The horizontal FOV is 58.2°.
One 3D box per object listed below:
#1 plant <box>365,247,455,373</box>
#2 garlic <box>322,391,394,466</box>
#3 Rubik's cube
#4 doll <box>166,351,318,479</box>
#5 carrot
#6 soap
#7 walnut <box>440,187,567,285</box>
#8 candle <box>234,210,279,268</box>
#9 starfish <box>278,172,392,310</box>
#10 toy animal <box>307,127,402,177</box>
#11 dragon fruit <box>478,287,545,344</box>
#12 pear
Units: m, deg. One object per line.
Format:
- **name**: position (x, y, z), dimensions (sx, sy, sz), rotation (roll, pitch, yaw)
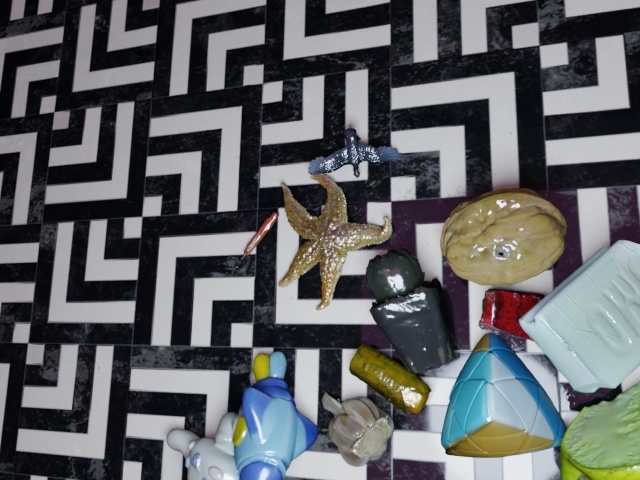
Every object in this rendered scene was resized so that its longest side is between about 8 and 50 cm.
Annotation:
- **plant**: position (0.185, 0.138, 1.178), dimensions (0.141, 0.164, 0.256), rotation (-25, 88, 16)
- **garlic**: position (0.062, 0.386, 1.201), dimensions (0.194, 0.127, 0.131), rotation (17, 65, 47)
- **Rubik's cube**: position (0.316, 0.282, 1.070), dimensions (0.254, 0.254, 0.255), rotation (-4, 78, 18)
- **doll**: position (-0.162, 0.423, 1.193), dimensions (0.366, 0.187, 0.376), rotation (-50, 56, -1)
- **carrot**: position (0.145, 0.291, 1.202), dimensions (0.173, 0.082, 0.082), rotation (31, 90, 28)
- **soap**: position (0.513, 0.117, 1.002), dimensions (0.289, 0.095, 0.173), rotation (-35, 79, -15)
- **walnut**: position (0.356, -0.005, 1.129), dimensions (0.245, 0.198, 0.198), rotation (-15, 75, 16)
- **candle**: position (-0.155, -0.001, 1.391), dimensions (0.167, 0.021, 0.026), rotation (-53, 42, 4)
- **starfish**: position (-0.001, 0.000, 1.319), dimensions (0.299, 0.060, 0.302), rotation (20, 87, 19)
- **toy animal**: position (0.076, -0.199, 1.329), dimensions (0.220, 0.062, 0.108), rotation (-5, 78, 6)
- **dragon fruit**: position (0.370, 0.145, 1.151), dimensions (0.147, 0.096, 0.102), rotation (16, 78, -20)
- **pear**: position (0.549, 0.376, 0.957), dimensions (0.281, 0.286, 0.176), rotation (-31, 90, 10)
